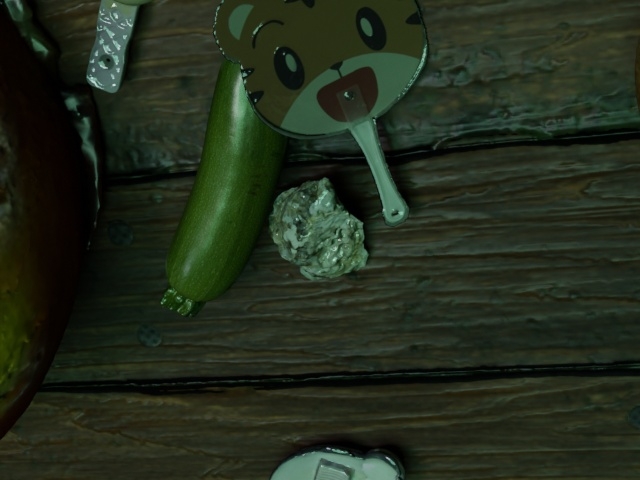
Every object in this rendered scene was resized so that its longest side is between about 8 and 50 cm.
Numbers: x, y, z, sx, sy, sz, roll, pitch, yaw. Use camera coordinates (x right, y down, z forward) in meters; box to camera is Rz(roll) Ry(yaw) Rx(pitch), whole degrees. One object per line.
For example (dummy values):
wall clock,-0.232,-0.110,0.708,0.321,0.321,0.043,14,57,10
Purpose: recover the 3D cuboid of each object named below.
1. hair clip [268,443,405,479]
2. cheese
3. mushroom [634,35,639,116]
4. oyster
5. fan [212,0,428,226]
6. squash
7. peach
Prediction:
hair clip,0.006,0.242,1.192,0.116,0.049,0.172,16,117,2
cheese,-0.147,-0.200,1.011,0.097,0.037,0.192,22,119,5
mushroom,0.342,-0.114,0.859,0.278,0.146,0.278,7,110,20
oyster,0.001,-0.001,1.061,0.098,0.037,0.100,-20,128,39
fan,0.023,-0.108,0.999,0.152,0.008,0.227,-26,117,-3
squash,-0.070,-0.043,1.053,0.069,0.069,0.258,21,119,5
peach,-0.356,-0.018,1.044,0.339,0.353,0.417,1,75,8
